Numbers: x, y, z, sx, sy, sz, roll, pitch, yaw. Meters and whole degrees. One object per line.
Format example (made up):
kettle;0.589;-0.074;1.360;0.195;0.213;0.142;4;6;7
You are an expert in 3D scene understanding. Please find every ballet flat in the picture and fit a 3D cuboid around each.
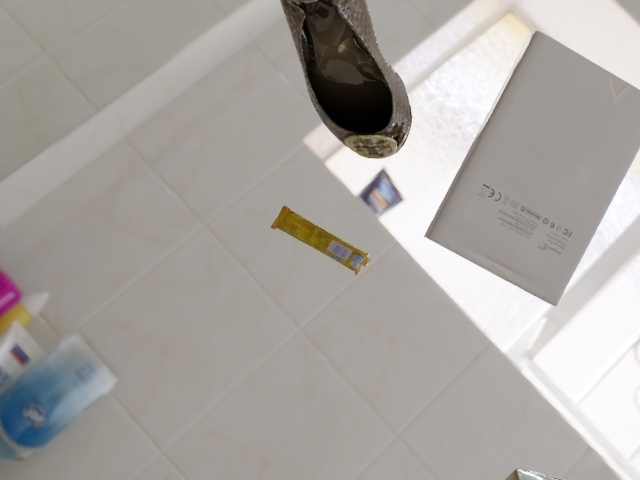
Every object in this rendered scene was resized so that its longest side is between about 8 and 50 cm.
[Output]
ballet flat;0.019;-0.138;0.672;0.084;0.058;0.250;-4;-35;13

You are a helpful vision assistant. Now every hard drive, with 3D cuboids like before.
hard drive;0.309;-0.097;1.189;0.210;0.319;0.040;28;0;-8

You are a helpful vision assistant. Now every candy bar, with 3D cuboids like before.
candy bar;0.000;0.000;1.265;0.161;0.040;0.018;30;-12;17

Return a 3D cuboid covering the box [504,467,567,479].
box;0.241;0.458;1.136;0.121;0.148;0.311;18;-55;-17
